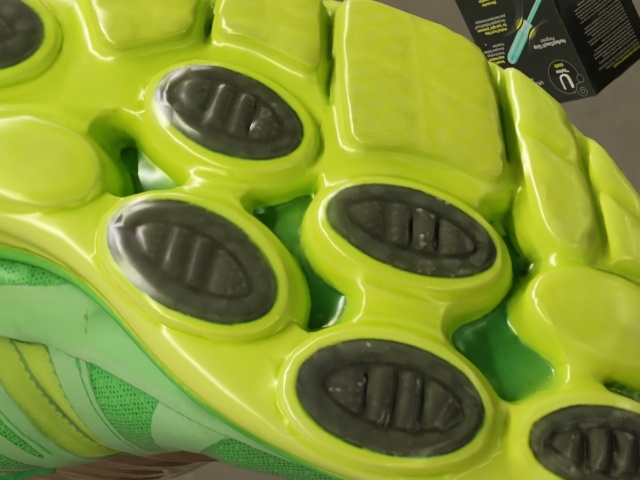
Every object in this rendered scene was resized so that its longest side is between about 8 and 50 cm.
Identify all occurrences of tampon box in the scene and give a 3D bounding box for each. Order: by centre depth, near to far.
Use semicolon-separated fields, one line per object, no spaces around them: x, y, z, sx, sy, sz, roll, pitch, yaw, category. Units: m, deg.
0.213;-0.219;1.611;0.101;0.161;0.120;-38;18;-34;tampon box

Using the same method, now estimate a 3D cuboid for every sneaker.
-0.051;0.002;0.413;0.295;0.123;0.109;16;64;15;sneaker

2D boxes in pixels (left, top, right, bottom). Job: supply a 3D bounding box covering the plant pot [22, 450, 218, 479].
-0.115;0.021;0.660;0.110;0.237;0.237;-55;35;23;plant pot
